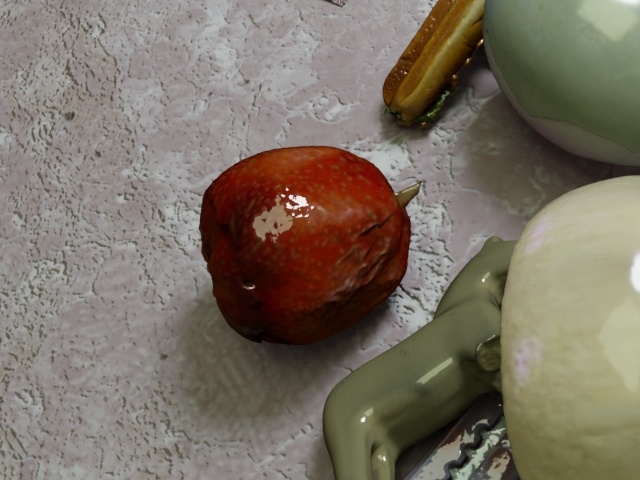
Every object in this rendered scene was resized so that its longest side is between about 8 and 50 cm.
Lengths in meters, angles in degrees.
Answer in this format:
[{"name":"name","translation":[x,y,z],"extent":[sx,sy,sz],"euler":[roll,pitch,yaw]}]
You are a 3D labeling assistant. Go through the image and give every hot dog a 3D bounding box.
[{"name":"hot dog","translation":[0.123,-0.188,0.962],"extent":[0.188,0.055,0.072],"euler":[-54,23,14]}]

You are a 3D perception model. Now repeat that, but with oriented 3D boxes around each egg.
[{"name":"egg","translation":[0.246,-0.153,0.865],"extent":[0.183,0.183,0.217],"euler":[-32,62,-4]}]

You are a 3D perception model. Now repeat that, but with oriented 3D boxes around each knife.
[{"name":"knife","translation":[0.073,0.216,0.784],"extent":[0.132,0.038,0.398],"euler":[37,75,26]}]

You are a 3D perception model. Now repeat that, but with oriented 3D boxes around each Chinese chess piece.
[{"name":"Chinese chess piece","translation":[0.216,0.092,0.680],"extent":[0.112,0.270,0.270],"euler":[-9,57,32]}]

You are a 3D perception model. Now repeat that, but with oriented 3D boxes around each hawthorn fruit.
[{"name":"hawthorn fruit","translation":[-0.013,0.007,0.859],"extent":[0.179,0.173,0.173],"euler":[8,55,-25]}]

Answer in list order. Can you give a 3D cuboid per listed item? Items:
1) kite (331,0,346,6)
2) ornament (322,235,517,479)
[{"name":"kite","translation":[0.009,-0.311,1.122],"extent":[0.139,0.011,0.157],"euler":[-13,59,6]},{"name":"ornament","translation":[0.101,0.095,0.801],"extent":[0.230,0.061,0.245],"euler":[-36,23,9]}]
